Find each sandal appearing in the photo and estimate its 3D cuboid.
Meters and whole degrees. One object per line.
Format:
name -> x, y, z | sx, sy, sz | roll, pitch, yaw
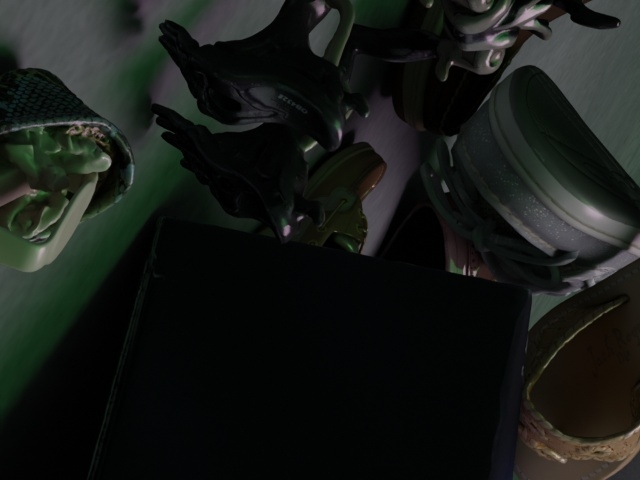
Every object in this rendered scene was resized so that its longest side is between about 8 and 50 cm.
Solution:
sandal -> 0.135, 0.065, 0.994 | 0.079, 0.088, 0.240 | -19, 160, -41

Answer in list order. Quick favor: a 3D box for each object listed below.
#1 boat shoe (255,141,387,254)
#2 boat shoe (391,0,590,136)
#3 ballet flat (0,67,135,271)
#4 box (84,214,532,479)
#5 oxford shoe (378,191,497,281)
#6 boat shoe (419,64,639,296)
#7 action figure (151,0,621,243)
boat shoe -> 0.000, 0.000, 1.041 | 0.135, 0.045, 0.050 | -48, 162, -36
boat shoe -> 0.125, -0.155, 1.037 | 0.095, 0.095, 0.257 | -30, 149, -61
ballet flat -> -0.118, -0.007, 0.601 | 0.188, 0.070, 0.070 | -37, 155, -54
box -> -0.014, 0.187, 0.937 | 0.296, 0.182, 0.294 | 84, 17, -68
oxford shoe -> 0.037, 0.087, 1.296 | 0.098, 0.097, 0.271 | 5, 110, -55
boat shoe -> 0.119, -0.016, 1.091 | 0.103, 0.118, 0.320 | -40, 174, 7
action figure -> 0.055, -0.129, 0.787 | 0.275, 0.141, 0.164 | -37, 158, -16
